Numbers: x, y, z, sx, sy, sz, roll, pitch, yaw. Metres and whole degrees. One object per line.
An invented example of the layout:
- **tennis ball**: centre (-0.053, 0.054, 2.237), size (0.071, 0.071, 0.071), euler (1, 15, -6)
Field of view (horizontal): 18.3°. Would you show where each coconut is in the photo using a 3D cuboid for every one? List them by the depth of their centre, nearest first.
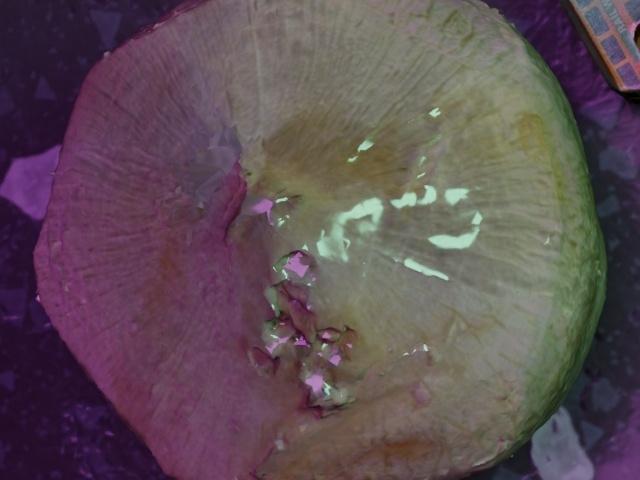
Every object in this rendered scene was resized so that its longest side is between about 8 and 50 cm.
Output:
- **coconut**: centre (0.000, 0.000, 1.341), size (0.404, 0.404, 0.405), euler (-3, 82, 18)

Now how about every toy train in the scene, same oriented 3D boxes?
- **toy train**: centre (0.228, -0.185, 1.447), size (0.099, 0.072, 0.188), euler (-33, 74, 17)
